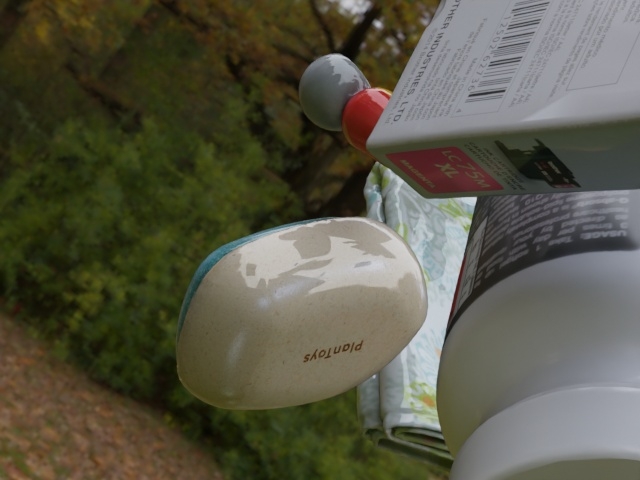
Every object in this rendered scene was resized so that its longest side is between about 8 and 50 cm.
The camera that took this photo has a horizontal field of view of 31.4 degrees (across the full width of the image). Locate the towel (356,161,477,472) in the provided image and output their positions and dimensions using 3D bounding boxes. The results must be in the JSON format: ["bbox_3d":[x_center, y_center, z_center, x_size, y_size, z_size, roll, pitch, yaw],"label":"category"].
[{"bbox_3d":[0.193,0.105,1.279,0.320,0.374,0.090,24,-43,-24],"label":"towel"}]

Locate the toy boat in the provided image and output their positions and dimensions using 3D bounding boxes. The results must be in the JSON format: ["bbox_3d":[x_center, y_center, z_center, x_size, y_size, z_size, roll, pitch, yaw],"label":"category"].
[{"bbox_3d":[0.000,0.000,1.019,0.267,0.318,0.148,-3,33,-41],"label":"toy boat"}]

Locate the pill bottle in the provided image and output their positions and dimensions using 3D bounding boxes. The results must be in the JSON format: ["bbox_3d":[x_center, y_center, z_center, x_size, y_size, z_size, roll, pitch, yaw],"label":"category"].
[{"bbox_3d":[0.181,0.050,0.668,0.210,0.210,0.363,36,39,-11],"label":"pill bottle"}]

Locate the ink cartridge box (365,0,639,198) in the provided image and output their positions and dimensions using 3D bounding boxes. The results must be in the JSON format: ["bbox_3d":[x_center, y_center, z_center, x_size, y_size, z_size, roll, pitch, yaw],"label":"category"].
[{"bbox_3d":[0.169,-0.111,0.503,0.065,0.185,0.311,37,-21,-28],"label":"ink cartridge box"}]
